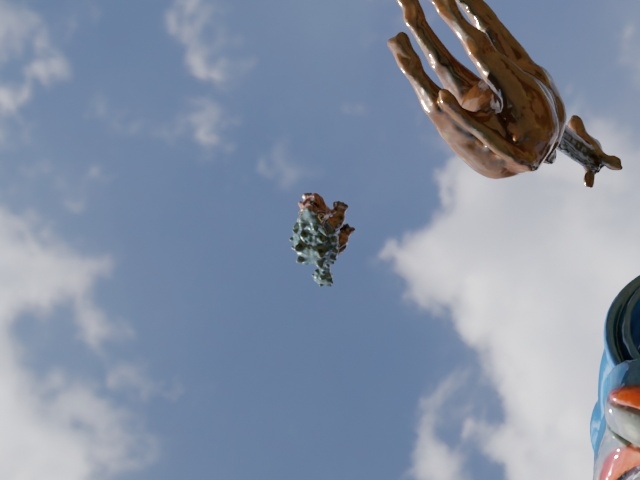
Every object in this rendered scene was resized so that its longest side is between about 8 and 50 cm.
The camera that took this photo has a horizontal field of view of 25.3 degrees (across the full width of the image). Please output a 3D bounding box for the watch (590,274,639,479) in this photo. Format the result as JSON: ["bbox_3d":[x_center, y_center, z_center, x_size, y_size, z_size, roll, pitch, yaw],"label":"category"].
[{"bbox_3d":[0.378,0.142,1.171,0.305,0.241,0.274,11,-139,14],"label":"watch"}]

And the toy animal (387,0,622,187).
[{"bbox_3d":[0.129,-0.089,0.934,0.229,0.066,0.224,47,-158,-19],"label":"toy animal"}]

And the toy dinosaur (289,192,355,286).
[{"bbox_3d":[0.000,0.000,1.261,0.049,0.154,0.055,13,-117,12],"label":"toy dinosaur"}]
